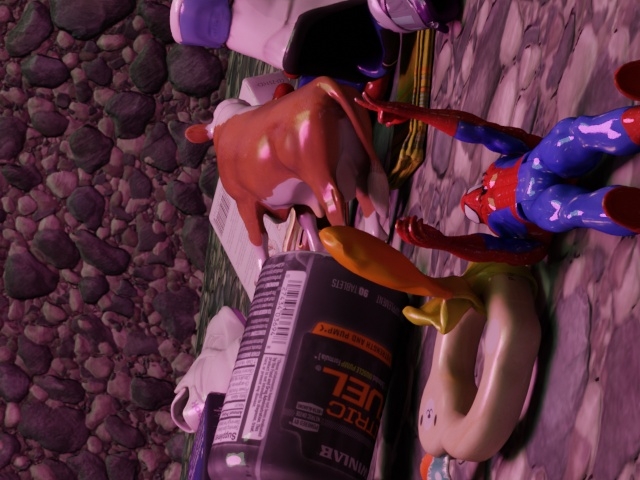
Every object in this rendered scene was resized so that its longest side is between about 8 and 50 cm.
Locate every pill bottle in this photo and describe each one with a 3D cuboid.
[{"bbox_3d":[-0.015,0.142,1.206,0.130,0.130,0.245,122,163,-69],"label":"pill bottle"}]

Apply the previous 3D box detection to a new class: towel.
[{"bbox_3d":[0.081,-0.169,1.343,0.102,0.021,0.237,129,149,-71],"label":"towel"}]

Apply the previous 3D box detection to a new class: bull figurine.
[{"bbox_3d":[-0.031,-0.063,1.415,0.310,0.101,0.188,-13,96,68],"label":"bull figurine"}]

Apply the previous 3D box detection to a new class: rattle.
[{"bbox_3d":[0.052,0.097,0.927,0.130,0.143,0.199,64,144,41],"label":"rattle"}]

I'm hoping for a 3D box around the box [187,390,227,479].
[{"bbox_3d":[-0.100,0.311,1.767,0.207,0.108,0.153,-91,13,-48],"label":"box"}]

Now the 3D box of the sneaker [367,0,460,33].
[{"bbox_3d":[0.101,-0.280,1.218,0.098,0.083,0.223,23,110,60],"label":"sneaker"}]

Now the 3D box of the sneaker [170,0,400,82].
[{"bbox_3d":[0.019,-0.237,1.395,0.315,0.182,0.127,-46,-20,-40],"label":"sneaker"}]

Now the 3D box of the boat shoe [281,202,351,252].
[{"bbox_3d":[0.000,0.000,1.560,0.060,0.064,0.178,14,105,55],"label":"boat shoe"}]

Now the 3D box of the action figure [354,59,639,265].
[{"bbox_3d":[0.093,-0.038,0.801,0.280,0.139,0.091,143,136,-81],"label":"action figure"}]

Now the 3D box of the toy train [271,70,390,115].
[{"bbox_3d":[0.010,-0.174,1.575,0.248,0.105,0.143,115,171,-62],"label":"toy train"}]

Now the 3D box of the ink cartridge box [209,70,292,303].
[{"bbox_3d":[-0.051,-0.025,1.918,0.261,0.066,0.296,63,153,29],"label":"ink cartridge box"}]

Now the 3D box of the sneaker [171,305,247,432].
[{"bbox_3d":[-0.140,0.174,1.966,0.114,0.152,0.305,56,178,-9],"label":"sneaker"}]
